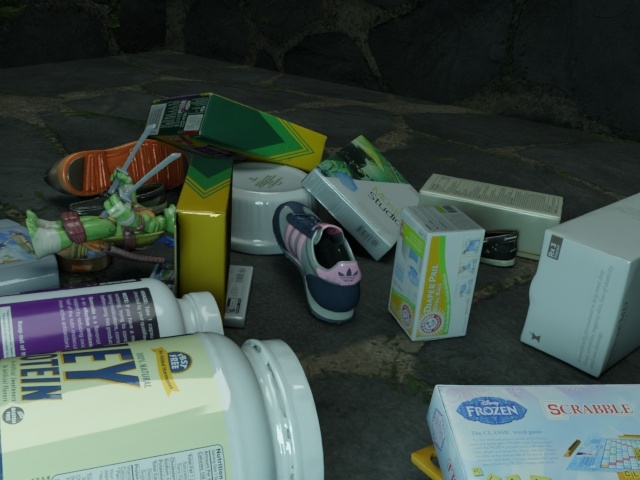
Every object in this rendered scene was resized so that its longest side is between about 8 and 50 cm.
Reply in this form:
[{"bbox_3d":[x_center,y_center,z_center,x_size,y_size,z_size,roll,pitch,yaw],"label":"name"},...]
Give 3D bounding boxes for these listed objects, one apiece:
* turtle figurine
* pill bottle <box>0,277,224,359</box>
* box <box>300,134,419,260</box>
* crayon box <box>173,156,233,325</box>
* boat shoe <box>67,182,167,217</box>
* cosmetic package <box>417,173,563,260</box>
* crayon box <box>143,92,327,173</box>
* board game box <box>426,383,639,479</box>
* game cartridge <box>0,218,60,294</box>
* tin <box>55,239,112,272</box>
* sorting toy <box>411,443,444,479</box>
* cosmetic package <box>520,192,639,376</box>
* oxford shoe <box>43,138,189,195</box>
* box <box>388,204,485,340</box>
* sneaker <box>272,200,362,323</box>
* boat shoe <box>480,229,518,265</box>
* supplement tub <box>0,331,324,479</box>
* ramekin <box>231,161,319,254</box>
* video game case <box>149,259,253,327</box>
[{"bbox_3d":[-0.380,-0.077,1.247,0.266,0.275,0.198,-15,50,-18],"label":"turtle figurine"},{"bbox_3d":[-0.295,0.147,0.913,0.323,0.181,0.181,-5,25,-24],"label":"pill bottle"},{"bbox_3d":[0.108,-0.107,1.598,0.232,0.058,0.322,46,28,0],"label":"box"},{"bbox_3d":[-0.193,0.004,1.189,0.081,0.202,0.318,3,25,-5],"label":"crayon box"},{"bbox_3d":[-0.449,-0.090,1.573,0.223,0.073,0.080,-9,26,-30],"label":"boat shoe"},{"bbox_3d":[0.384,-0.057,1.623,0.309,0.113,0.160,12,24,17],"label":"cosmetic package"},{"bbox_3d":[-0.215,-0.251,1.726,0.313,0.106,0.363,17,-3,-33],"label":"crayon box"},{"bbox_3d":[0.303,0.292,0.753,0.318,0.066,0.318,2,37,-8],"label":"board game box"},{"bbox_3d":[-0.592,0.038,1.273,0.198,0.062,0.297,-18,32,-36],"label":"game cartridge"},{"bbox_3d":[-0.460,0.011,1.384,0.106,0.040,0.190,2,23,-17],"label":"tin"},{"bbox_3d":[0.269,0.266,0.929,0.347,0.047,0.196,-4,21,-21],"label":"sorting toy"},{"bbox_3d":[0.530,0.061,1.250,0.156,0.217,0.385,25,31,39],"label":"cosmetic package"},{"bbox_3d":[-0.482,-0.174,1.708,0.132,0.130,0.363,2,6,42],"label":"oxford shoe"},{"bbox_3d":[0.191,0.054,1.203,0.103,0.203,0.114,-3,26,-18],"label":"box"},{"bbox_3d":[0.000,0.000,1.304,0.112,0.131,0.319,-5,40,-25],"label":"sneaker"},{"bbox_3d":[0.307,-0.006,1.534,0.233,0.079,0.084,10,25,15],"label":"boat shoe"},{"bbox_3d":[-0.183,0.217,0.701,0.324,0.235,0.235,-5,25,-23],"label":"supplement tub"},{"bbox_3d":[-0.128,-0.080,1.550,0.272,0.127,0.273,4,23,-2],"label":"ramekin"},{"bbox_3d":[-0.218,0.091,1.263,0.183,0.023,0.201,4,24,-2],"label":"video game case"}]
